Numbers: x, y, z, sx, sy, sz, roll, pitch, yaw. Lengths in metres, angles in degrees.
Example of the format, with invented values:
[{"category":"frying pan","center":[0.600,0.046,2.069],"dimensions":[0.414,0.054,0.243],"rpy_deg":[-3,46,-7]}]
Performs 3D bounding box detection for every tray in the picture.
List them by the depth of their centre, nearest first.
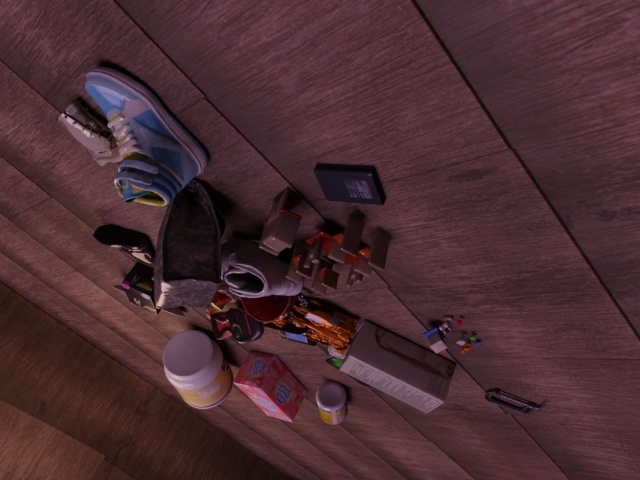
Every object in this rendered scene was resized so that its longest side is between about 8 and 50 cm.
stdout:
[{"category":"tray","center":[-0.660,0.228,2.198],"dimensions":[0.270,0.030,0.145],"rpy_deg":[22,170,10]}]

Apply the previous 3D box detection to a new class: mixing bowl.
[{"category":"mixing bowl","center":[-0.125,0.131,1.572],"dimensions":[0.182,0.181,0.098],"rpy_deg":[3,-179,35]}]

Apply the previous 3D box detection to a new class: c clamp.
[{"category":"c clamp","center":[0.563,0.470,1.655],"dimensions":[0.161,0.022,0.137],"rpy_deg":[15,152,17]}]

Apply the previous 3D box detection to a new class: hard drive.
[{"category":"hard drive","center":[0.060,-0.115,1.172],"dimensions":[0.135,0.022,0.094],"rpy_deg":[7,143,30]}]

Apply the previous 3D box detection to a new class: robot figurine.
[{"category":"robot figurine","center":[-0.039,0.233,1.703],"dimensions":[0.291,0.085,0.211],"rpy_deg":[23,148,8]}]

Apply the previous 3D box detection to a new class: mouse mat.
[{"category":"mouse mat","center":[0.123,0.458,1.989],"dimensions":[0.190,0.007,0.153],"rpy_deg":[35,148,-11]}]

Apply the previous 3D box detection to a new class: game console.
[{"category":"game console","center":[-0.100,0.311,1.858],"dimensions":[0.144,0.085,0.124],"rpy_deg":[9,128,29]}]

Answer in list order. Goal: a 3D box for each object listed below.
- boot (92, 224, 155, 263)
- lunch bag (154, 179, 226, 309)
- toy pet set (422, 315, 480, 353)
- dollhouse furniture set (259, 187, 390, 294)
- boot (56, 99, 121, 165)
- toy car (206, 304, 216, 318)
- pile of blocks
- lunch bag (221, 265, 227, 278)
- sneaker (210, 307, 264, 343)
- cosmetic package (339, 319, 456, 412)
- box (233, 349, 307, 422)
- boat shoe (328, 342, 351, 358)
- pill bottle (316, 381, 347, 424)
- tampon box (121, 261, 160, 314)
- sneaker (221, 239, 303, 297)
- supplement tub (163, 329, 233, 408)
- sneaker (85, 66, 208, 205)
[{"category":"boot","center":[-0.644,0.023,1.879],"dimensions":[0.198,0.076,0.137],"rpy_deg":[16,152,20]},{"category":"lunch bag","center":[-0.338,0.012,1.456],"dimensions":[0.169,0.286,0.235],"rpy_deg":[3,156,-19]},{"category":"toy pet set","center":[0.335,0.243,1.478],"dimensions":[0.114,0.065,0.122],"rpy_deg":[-32,126,16]},{"category":"dollhouse furniture set","center":[0.000,0.000,1.326],"dimensions":[0.259,0.135,0.262],"rpy_deg":[27,151,-21]},{"category":"boot","center":[-0.536,-0.266,1.360],"dimensions":[0.213,0.077,0.165],"rpy_deg":[-6,134,46]},{"category":"toy car","center":[-0.376,0.223,1.927],"dimensions":[0.041,0.060,0.122],"rpy_deg":[36,-179,-17]},{"category":"pile of blocks","center":[-0.407,0.165,1.862],"dimensions":[0.362,0.112,0.149],"rpy_deg":[12,146,24]},{"category":"lunch bag","center":[-0.296,0.073,1.666],"dimensions":[0.071,0.083,0.053],"rpy_deg":[12,145,23]},{"category":"sneaker","center":[-0.249,0.262,1.875],"dimensions":[0.314,0.136,0.115],"rpy_deg":[-8,95,55]},{"category":"cosmetic package","center":[0.224,0.372,1.665],"dimensions":[0.296,0.129,0.153],"rpy_deg":[26,150,2]},{"category":"box","center":[-0.199,0.594,2.296],"dimensions":[0.142,0.154,0.300],"rpy_deg":[4,141,34]},{"category":"boat shoe","center":[0.126,0.362,1.813],"dimensions":[0.206,0.075,0.065],"rpy_deg":[21,-168,1]},{"category":"pill bottle","center":[0.047,0.643,2.213],"dimensions":[0.117,0.117,0.215],"rpy_deg":[17,147,17]},{"category":"tampon box","center":[-0.630,0.177,2.061],"dimensions":[0.121,0.101,0.161],"rpy_deg":[22,149,9]},{"category":"sneaker","center":[-0.203,0.067,1.467],"dimensions":[0.293,0.108,0.169],"rpy_deg":[20,-169,34]},{"category":"supplement tub","center":[-0.512,0.542,2.377],"dimensions":[0.241,0.241,0.331],"rpy_deg":[17,147,17]},{"category":"sneaker","center":[-0.410,-0.206,1.222],"dimensions":[0.319,0.208,0.127],"rpy_deg":[43,147,-23]}]
